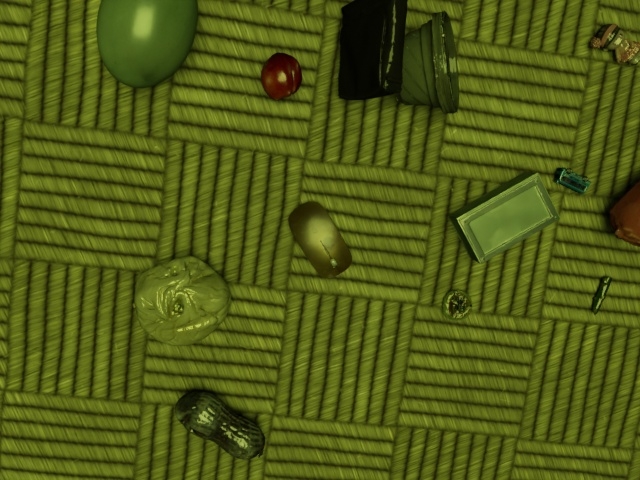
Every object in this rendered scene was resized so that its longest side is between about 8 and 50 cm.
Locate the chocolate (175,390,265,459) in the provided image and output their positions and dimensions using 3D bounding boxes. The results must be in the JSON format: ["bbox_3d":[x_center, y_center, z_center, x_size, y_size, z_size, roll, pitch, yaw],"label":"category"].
[{"bbox_3d":[-0.247,0.459,1.463,0.248,0.110,0.110,38,94,-12],"label":"chocolate"}]

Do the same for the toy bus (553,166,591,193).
[{"bbox_3d":[0.630,-0.152,1.476,0.083,0.038,0.046,24,99,-7],"label":"toy bus"}]

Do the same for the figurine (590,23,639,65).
[{"bbox_3d":[0.722,-0.473,1.434,0.129,0.054,0.072,30,110,-15],"label":"figurine"}]

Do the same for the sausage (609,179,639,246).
[{"bbox_3d":[0.823,-0.091,1.450,0.148,0.148,0.254,45,87,-9],"label":"sausage"}]

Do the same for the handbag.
[{"bbox_3d":[0.117,-0.425,1.298,0.080,0.247,0.223,-2,99,-22],"label":"handbag"}]

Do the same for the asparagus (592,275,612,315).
[{"bbox_3d":[0.731,0.144,1.534,0.025,0.021,0.108,18,97,-3],"label":"asparagus"}]

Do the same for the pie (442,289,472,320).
[{"bbox_3d":[0.352,0.166,1.507,0.084,0.021,0.084,-1,99,-4],"label":"pie"}]

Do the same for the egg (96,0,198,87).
[{"bbox_3d":[-0.371,-0.469,1.268,0.202,0.203,0.283,23,93,-7],"label":"egg"}]

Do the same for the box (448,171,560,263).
[{"bbox_3d":[0.451,-0.058,1.451,0.225,0.086,0.129,-30,99,1],"label":"box"}]

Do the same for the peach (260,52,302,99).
[{"bbox_3d":[-0.092,-0.382,1.360,0.100,0.101,0.101,-1,98,-4],"label":"peach"}]

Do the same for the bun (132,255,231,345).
[{"bbox_3d":[-0.330,0.145,1.392,0.229,0.145,0.229,-1,96,-7],"label":"bun"}]

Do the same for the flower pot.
[{"bbox_3d":[0.236,-0.392,1.340,0.140,0.235,0.236,-8,99,19],"label":"flower pot"}]

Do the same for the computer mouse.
[{"bbox_3d":[0.000,0.000,1.445,0.102,0.045,0.199,-29,99,3],"label":"computer mouse"}]
